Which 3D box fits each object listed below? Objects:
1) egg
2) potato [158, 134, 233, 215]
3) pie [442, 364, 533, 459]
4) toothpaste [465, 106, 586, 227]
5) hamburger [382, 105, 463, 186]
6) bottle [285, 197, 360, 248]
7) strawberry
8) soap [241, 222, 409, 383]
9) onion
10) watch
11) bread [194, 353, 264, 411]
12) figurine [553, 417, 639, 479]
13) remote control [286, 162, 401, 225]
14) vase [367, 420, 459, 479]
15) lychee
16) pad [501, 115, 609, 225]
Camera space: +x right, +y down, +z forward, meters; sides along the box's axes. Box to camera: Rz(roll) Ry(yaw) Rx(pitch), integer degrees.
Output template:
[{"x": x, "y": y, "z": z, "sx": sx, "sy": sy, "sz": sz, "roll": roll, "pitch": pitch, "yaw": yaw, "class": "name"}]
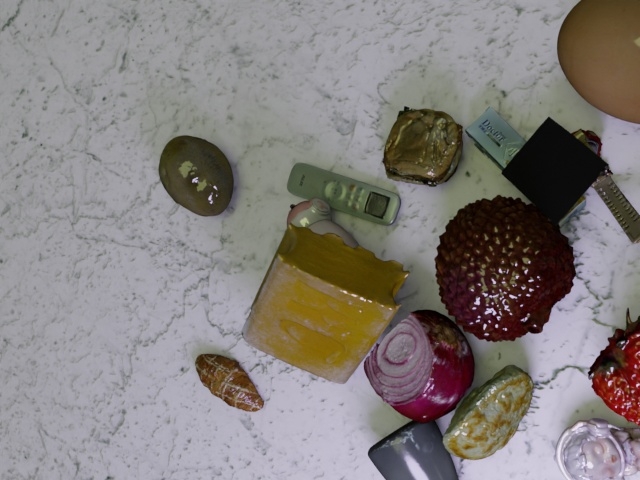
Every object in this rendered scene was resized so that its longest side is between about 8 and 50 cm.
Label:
[{"x": 0.674, "y": -0.389, "z": 1.705, "sx": 0.374, "sy": 0.301, "sz": 0.300, "roll": 12, "pitch": 89, "yaw": 25, "class": "egg"}, {"x": -0.326, "y": -0.170, "z": 2.204, "sx": 0.178, "sy": 0.160, "sz": 0.235, "roll": -30, "pitch": 87, "yaw": 43, "class": "potato"}, {"x": 0.371, "y": 0.381, "z": 1.833, "sx": 0.248, "sy": 0.201, "sz": 0.090, "roll": -50, "pitch": 44, "yaw": 5, "class": "pie"}, {"x": 0.467, "y": -0.169, "z": 1.902, "sx": 0.089, "sy": 0.071, "sz": 0.313, "roll": -44, "pitch": 69, "yaw": 10, "class": "toothpaste"}, {"x": 0.248, "y": -0.218, "z": 1.985, "sx": 0.206, "sy": 0.130, "sz": 0.183, "roll": 18, "pitch": 91, "yaw": 43, "class": "hamburger"}, {"x": 0.000, "y": 0.000, "z": 2.051, "sx": 0.148, "sy": 0.148, "sz": 0.236, "roll": -40, "pitch": 63, "yaw": 15, "class": "bottle"}, {"x": 0.691, "y": 0.260, "z": 1.666, "sx": 0.261, "sy": 0.261, "sz": 0.257, "roll": -49, "pitch": 64, "yaw": 12, "class": "strawberry"}, {"x": 0.001, "y": 0.148, "z": 1.905, "sx": 0.294, "sy": 0.156, "sz": 0.335, "roll": 24, "pitch": 135, "yaw": -6, "class": "soap"}, {"x": 0.247, "y": 0.287, "z": 1.862, "sx": 0.216, "sy": 0.207, "sz": 0.206, "roll": -49, "pitch": 52, "yaw": 36, "class": "onion"}, {"x": 0.595, "y": -0.126, "z": 1.761, "sx": 0.102, "sy": 0.165, "sz": 0.268, "roll": -37, "pitch": 35, "yaw": 17, "class": "watch"}, {"x": -0.244, "y": 0.364, "z": 2.154, "sx": 0.233, "sy": 0.076, "sz": 0.104, "roll": 34, "pitch": 100, "yaw": 21, "class": "bread"}, {"x": 0.603, "y": 0.452, "z": 1.738, "sx": 0.237, "sy": 0.141, "sz": 0.162, "roll": -8, "pitch": 92, "yaw": 23, "class": "figurine"}, {"x": 0.057, "y": -0.117, "z": 2.090, "sx": 0.310, "sy": 0.038, "sz": 0.090, "roll": 21, "pitch": 94, "yaw": 23, "class": "remote control"}, {"x": 0.257, "y": 0.569, "z": 1.874, "sx": 0.173, "sy": 0.173, "sz": 0.321, "roll": -35, "pitch": 78, "yaw": 17, "class": "vase"}, {"x": 0.390, "y": 0.062, "z": 1.790, "sx": 0.306, "sy": 0.306, "sz": 0.330, "roll": -42, "pitch": 58, "yaw": 14, "class": "lychee"}, {"x": 0.491, "y": -0.152, "z": 1.766, "sx": 0.163, "sy": 0.004, "sz": 0.243, "roll": -52, "pitch": 34, "yaw": 16, "class": "pad"}]
